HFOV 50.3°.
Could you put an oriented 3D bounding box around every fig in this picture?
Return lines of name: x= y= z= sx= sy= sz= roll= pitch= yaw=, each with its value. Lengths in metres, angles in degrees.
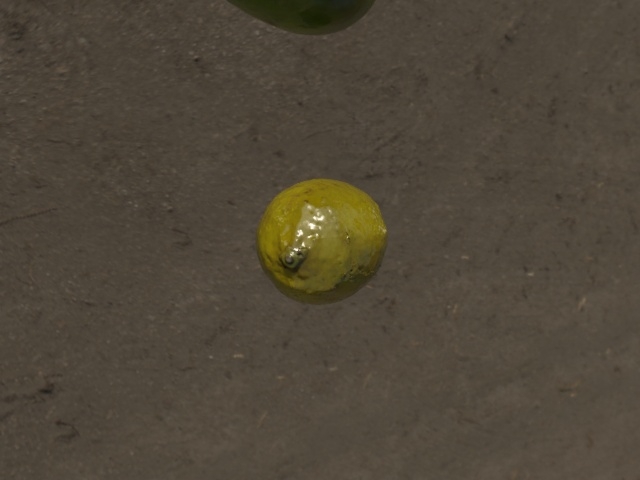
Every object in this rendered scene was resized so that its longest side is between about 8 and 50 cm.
fig: x=-0.059 y=-0.464 z=1.099 sx=0.326 sy=0.258 sz=0.258 roll=8 pitch=95 yaw=6

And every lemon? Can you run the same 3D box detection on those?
lemon: x=0.000 y=0.000 z=1.325 sx=0.310 sy=0.253 sz=0.253 roll=-16 pitch=111 yaw=-66
